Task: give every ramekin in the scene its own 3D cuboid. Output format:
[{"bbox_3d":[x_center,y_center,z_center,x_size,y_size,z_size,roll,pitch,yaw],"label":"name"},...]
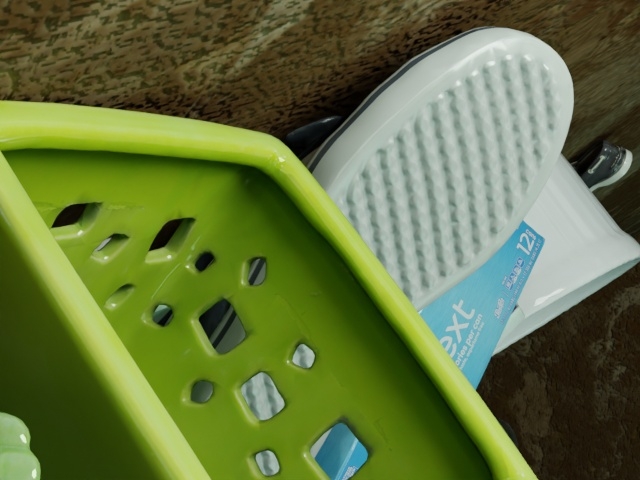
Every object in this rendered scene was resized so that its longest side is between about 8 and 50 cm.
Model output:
[{"bbox_3d":[0.138,0.030,1.191,0.277,0.135,0.277,-29,169,-6],"label":"ramekin"}]

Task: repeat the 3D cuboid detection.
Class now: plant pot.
[{"bbox_3d":[-0.079,0.097,0.551,0.207,0.228,0.227,-46,158,23],"label":"plant pot"}]

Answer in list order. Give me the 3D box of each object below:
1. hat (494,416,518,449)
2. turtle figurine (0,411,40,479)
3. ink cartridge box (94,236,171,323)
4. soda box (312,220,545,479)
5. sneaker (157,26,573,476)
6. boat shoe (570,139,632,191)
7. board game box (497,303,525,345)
[{"bbox_3d":[0.022,0.247,1.203,0.331,0.134,0.331,0,-161,0],"label":"hat"},{"bbox_3d":[-0.150,0.061,0.259,0.275,0.198,0.266,-28,146,16],"label":"turtle figurine"},{"bbox_3d":[-0.203,0.087,0.744,0.181,0.056,0.224,-22,164,-38],"label":"ink cartridge box"},{"bbox_3d":[0.052,0.069,0.798,0.071,0.067,0.210,2,-122,55],"label":"soda box"},{"bbox_3d":[0.000,0.000,0.748,0.126,0.127,0.321,36,97,-35],"label":"sneaker"},{"bbox_3d":[0.269,-0.065,1.376,0.125,0.038,0.046,-36,-149,52],"label":"boat shoe"},{"bbox_3d":[-0.090,0.170,0.991,0.390,0.050,0.390,-38,-170,-38],"label":"board game box"}]
